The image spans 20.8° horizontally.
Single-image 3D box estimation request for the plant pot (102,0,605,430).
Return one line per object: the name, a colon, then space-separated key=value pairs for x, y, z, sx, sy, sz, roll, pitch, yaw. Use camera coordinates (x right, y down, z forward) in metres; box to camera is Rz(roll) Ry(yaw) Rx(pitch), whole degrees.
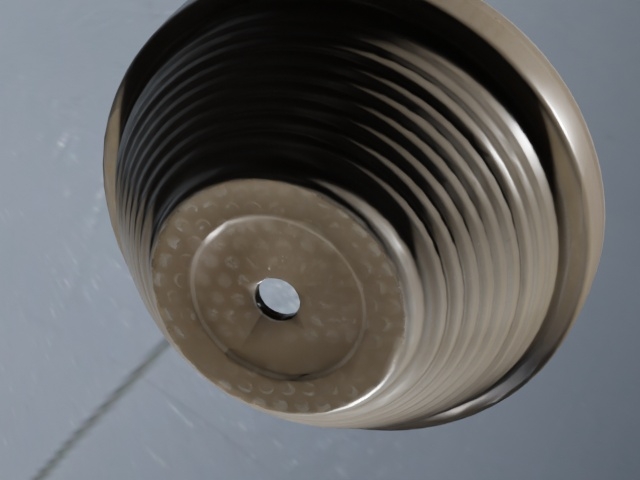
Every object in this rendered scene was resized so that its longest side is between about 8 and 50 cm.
plant pot: x=0.000 y=0.000 z=0.776 sx=0.237 sy=0.110 sz=0.237 roll=9 pitch=120 yaw=16
